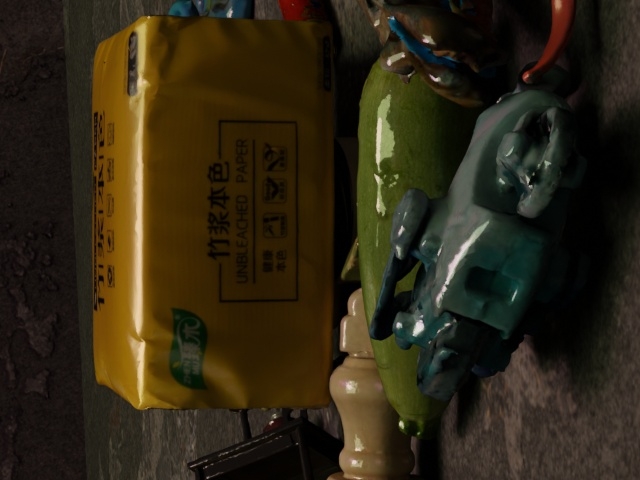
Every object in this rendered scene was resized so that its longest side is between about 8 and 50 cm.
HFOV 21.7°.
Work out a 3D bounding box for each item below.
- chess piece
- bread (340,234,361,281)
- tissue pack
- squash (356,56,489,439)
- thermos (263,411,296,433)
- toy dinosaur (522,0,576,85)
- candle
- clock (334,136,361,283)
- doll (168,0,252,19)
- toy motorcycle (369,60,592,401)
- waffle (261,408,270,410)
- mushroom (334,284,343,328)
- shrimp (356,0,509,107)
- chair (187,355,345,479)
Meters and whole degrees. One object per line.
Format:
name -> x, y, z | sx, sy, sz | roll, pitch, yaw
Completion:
chess piece -> 0.055, 0.239, 1.583 | 0.117, 0.117, 0.397 | -179, 90, -73
bread -> 0.056, -0.037, 1.593 | 0.074, 0.084, 0.139 | 114, 150, -56
tissue pack -> -0.114, -0.026, 1.698 | 0.293, 0.228, 0.382 | -177, 86, -74
squash -> 0.085, 0.005, 1.449 | 0.118, 0.118, 0.371 | -140, 50, -68
thermos -> -0.021, 0.291, 1.855 | 0.124, 0.099, 0.232 | -37, 48, 31
toy dinosaur -> 0.184, -0.265, 1.230 | 0.139, 0.070, 0.286 | -32, 55, 44
candle -> -0.017, -0.252, 1.867 | 0.052, 0.052, 0.131 | 108, 156, -46
clock -> 0.028, -0.029, 1.719 | 0.229, 0.063, 0.156 | -114, 29, -54
doll -> -0.146, -0.187, 2.251 | 0.341, 0.098, 0.346 | -67, 32, 27
toy motorcycle -> 0.131, -0.011, 1.279 | 0.206, 0.154, 0.260 | -78, 10, -62
waffle -> -0.096, 0.081, 2.094 | 0.250, 0.056, 0.261 | -125, 23, -58
mushroom -> 0.001, 0.000, 1.842 | 0.059, 0.054, 0.202 | 158, 104, -77
shrimp -> 0.091, -0.267, 1.379 | 0.221, 0.110, 0.446 | -55, 28, 36
chair -> -0.041, 0.243, 1.747 | 0.141, 0.154, 0.260 | 40, -148, -51
